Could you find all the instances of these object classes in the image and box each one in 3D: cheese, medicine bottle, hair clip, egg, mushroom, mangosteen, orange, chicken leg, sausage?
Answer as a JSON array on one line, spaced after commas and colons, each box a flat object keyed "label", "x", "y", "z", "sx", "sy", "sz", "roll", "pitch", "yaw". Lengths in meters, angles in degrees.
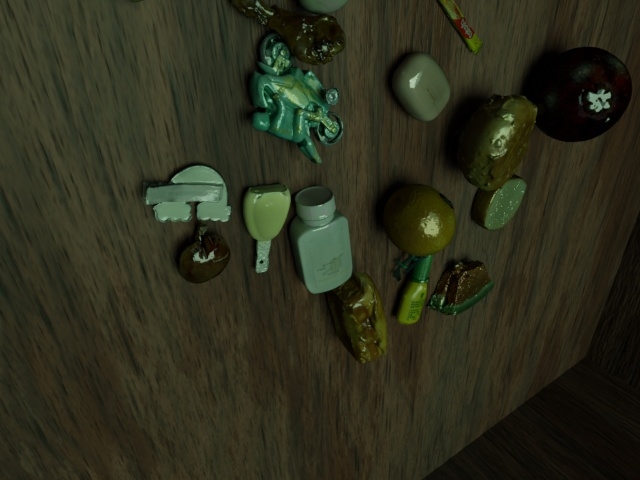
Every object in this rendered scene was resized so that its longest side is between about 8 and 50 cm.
[{"label": "cheese", "x": -0.146, "y": -0.025, "z": 1.233, "sx": 0.127, "sy": 0.054, "sz": 0.251, "roll": -10, "pitch": 122, "yaw": -29}, {"label": "medicine bottle", "x": 0.000, "y": 0.000, "z": 1.322, "sx": 0.161, "sy": 0.111, "sz": 0.296, "roll": -24, "pitch": 130, "yaw": -18}, {"label": "hair clip", "x": -0.295, "y": -0.105, "z": 1.073, "sx": 0.220, "sy": 0.054, "sz": 0.140, "roll": -4, "pitch": 114, "yaw": -39}, {"label": "egg", "x": 0.013, "y": -0.541, "z": 1.005, "sx": 0.135, "sy": 0.103, "sz": 0.103, "roll": -36, "pitch": 132, "yaw": -10}, {"label": "mushroom", "x": -0.282, "y": 0.034, "z": 1.146, "sx": 0.135, "sy": 0.080, "sz": 0.170, "roll": -25, "pitch": 133, "yaw": -37}, {"label": "mangosteen", "x": 0.858, "y": -0.494, "z": 1.601, "sx": 0.306, "sy": 0.359, "sz": 0.306, "roll": 0, "pitch": 111, "yaw": 0}, {"label": "orange", "x": 0.303, "y": -0.061, "z": 1.442, "sx": 0.236, "sy": 0.236, "sz": 0.236, "roll": -19, "pitch": 126, "yaw": -28}, {"label": "medicine bottle", "x": 0.350, "y": 0.166, "z": 1.713, "sx": 0.111, "sy": 0.076, "sz": 0.309, "roll": -11, "pitch": 123, "yaw": -40}, {"label": "chicken leg", "x": -0.064, "y": -0.450, "z": 0.984, "sx": 0.251, "sy": 0.087, "sz": 0.107, "roll": 22, "pitch": 71, "yaw": -19}, {"label": "sausage", "x": 0.458, "y": -0.366, "z": 1.516, "sx": 0.100, "sy": 0.015, "sz": 0.015, "roll": -44, "pitch": 134, "yaw": -7}]

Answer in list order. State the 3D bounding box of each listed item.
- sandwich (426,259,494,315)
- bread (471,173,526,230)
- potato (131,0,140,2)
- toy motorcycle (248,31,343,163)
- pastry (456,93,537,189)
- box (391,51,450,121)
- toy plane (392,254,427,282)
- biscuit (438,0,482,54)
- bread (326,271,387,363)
[{"label": "sandwich", "x": 0.576, "y": 0.173, "z": 1.869, "sx": 0.292, "sy": 0.109, "sz": 0.212, "roll": -13, "pitch": 124, "yaw": -31}, {"label": "bread", "x": 0.672, "y": -0.149, "z": 1.775, "sx": 0.236, "sy": 0.070, "sz": 0.236, "roll": -20, "pitch": 128, "yaw": -28}, {"label": "potato", "x": -0.262, "y": -0.518, "z": 0.781, "sx": 0.203, "sy": 0.178, "sz": 0.158, "roll": -22, "pitch": 115, "yaw": 5}, {"label": "toy motorcycle", "x": -0.063, "y": -0.306, "z": 1.082, "sx": 0.198, "sy": 0.109, "sz": 0.296, "roll": -51, "pitch": 124, "yaw": -8}, {"label": "pastry", "x": 0.533, "y": -0.313, "z": 1.473, "sx": 0.284, "sy": 0.184, "sz": 0.316, "roll": -45, "pitch": 148, "yaw": -21}, {"label": "box", "x": 0.278, "y": -0.420, "z": 1.294, "sx": 0.146, "sy": 0.088, "sz": 0.200, "roll": -53, "pitch": 133, "yaw": 2}, {"label": "toy plane", "x": 0.329, "y": 0.042, "z": 1.614, "sx": 0.060, "sy": 0.096, "sz": 0.235, "roll": 27, "pitch": 116, "yaw": -41}, {"label": "biscuit", "x": 0.374, "y": -0.616, "z": 1.295, "sx": 0.292, "sy": 0.026, "sz": 0.048, "roll": 27, "pitch": 78, "yaw": -44}, {"label": "bread", "x": 0.127, "y": 0.236, "z": 1.509, "sx": 0.149, "sy": 0.195, "sz": 0.344, "roll": -28, "pitch": 132, "yaw": -15}]
